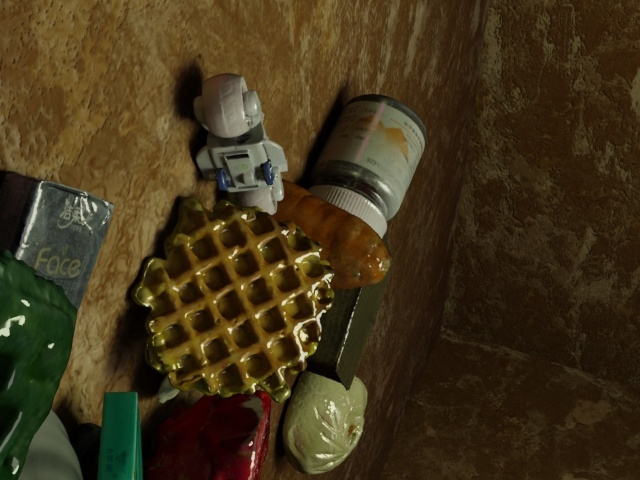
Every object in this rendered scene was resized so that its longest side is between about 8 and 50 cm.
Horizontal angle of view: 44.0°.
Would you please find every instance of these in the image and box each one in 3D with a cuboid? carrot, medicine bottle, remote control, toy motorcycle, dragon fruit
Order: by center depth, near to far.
[{"bbox_3d":[-0.280,0.261,0.845,0.152,0.027,0.043,-57,160,-37],"label":"remote control"},{"bbox_3d":[-0.097,-0.120,0.981,0.254,0.113,0.112,77,33,-59],"label":"toy motorcycle"},{"bbox_3d":[-0.135,0.276,1.044,0.189,0.163,0.261,-51,-169,26],"label":"dragon fruit"},{"bbox_3d":[0.000,0.000,1.165,0.159,0.225,0.159,-48,145,-50],"label":"carrot"},{"bbox_3d":[0.068,-0.104,1.363,0.165,0.165,0.273,78,31,-57],"label":"medicine bottle"}]

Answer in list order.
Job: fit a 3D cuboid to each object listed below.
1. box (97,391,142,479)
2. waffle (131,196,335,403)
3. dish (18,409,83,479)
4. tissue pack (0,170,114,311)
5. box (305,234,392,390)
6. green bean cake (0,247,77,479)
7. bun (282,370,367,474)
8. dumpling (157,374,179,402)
[{"bbox_3d":[-0.216,0.289,0.866,0.226,0.042,0.160,102,-17,-50],"label":"box"},{"bbox_3d":[-0.101,0.072,0.947,0.059,0.244,0.237,-24,-131,65],"label":"waffle"},{"bbox_3d":[-0.289,0.289,0.677,0.316,0.106,0.316,-49,148,-47],"label":"dish"},{"bbox_3d":[-0.248,0.025,0.686,0.112,0.051,0.156,24,83,-72],"label":"tissue pack"},{"bbox_3d":[0.022,0.114,1.461,0.184,0.143,0.273,63,45,-65],"label":"box"},{"bbox_3d":[-0.296,0.112,0.420,0.300,0.169,0.307,59,51,-68],"label":"green bean cake"},{"bbox_3d":[0.018,0.374,1.678,0.244,0.153,0.243,19,90,-77],"label":"bun"},{"bbox_3d":[-0.127,0.122,1.051,0.252,0.131,0.179,-56,-179,-23],"label":"dumpling"}]
